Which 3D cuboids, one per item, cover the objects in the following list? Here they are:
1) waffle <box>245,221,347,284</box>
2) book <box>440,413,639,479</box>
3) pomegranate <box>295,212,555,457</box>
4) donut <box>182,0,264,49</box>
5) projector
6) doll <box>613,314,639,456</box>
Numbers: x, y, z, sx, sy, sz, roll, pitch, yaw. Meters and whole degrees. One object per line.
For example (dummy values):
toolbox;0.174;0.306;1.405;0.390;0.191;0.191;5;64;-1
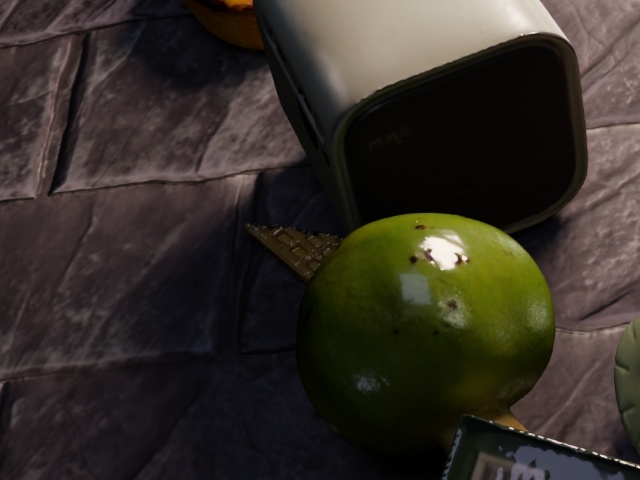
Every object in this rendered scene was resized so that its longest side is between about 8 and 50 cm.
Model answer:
waffle;0.000;0.000;1.785;0.097;0.023;0.152;-39;50;-14
book;0.172;0.344;1.352;0.260;0.043;0.371;15;79;26
pomegranate;0.108;0.120;1.532;0.236;0.236;0.302;-24;68;0
donut;-0.059;-0.331;2.011;0.253;0.118;0.253;-9;53;12
projector;0.097;-0.154;1.713;0.248;0.249;0.249;-21;47;-5
doll;0.391;0.071;1.508;0.284;0.216;0.268;-9;74;34
